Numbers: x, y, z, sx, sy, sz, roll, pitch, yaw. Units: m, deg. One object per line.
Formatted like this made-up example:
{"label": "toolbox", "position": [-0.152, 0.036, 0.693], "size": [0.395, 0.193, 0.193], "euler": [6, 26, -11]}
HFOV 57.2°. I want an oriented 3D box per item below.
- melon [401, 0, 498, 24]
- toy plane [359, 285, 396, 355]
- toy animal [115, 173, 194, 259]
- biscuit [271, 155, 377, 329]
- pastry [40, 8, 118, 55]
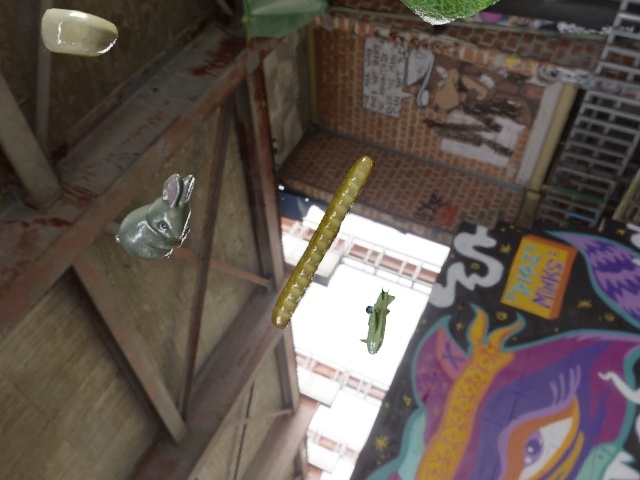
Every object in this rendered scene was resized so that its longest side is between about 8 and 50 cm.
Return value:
{"label": "melon", "position": [0.120, -0.450, 0.784], "size": [0.323, 0.196, 0.124], "euler": [43, -109, -26]}
{"label": "toy plane", "position": [0.092, 0.129, 0.946], "size": [0.102, 0.040, 0.111], "euler": [31, -104, -64]}
{"label": "toy animal", "position": [-0.309, -0.036, 1.138], "size": [0.236, 0.138, 0.108], "euler": [-33, 65, 55]}
{"label": "biscuit", "position": [0.000, 0.000, 0.814], "size": [0.255, 0.029, 0.172], "euler": [-61, 1, -3]}
{"label": "pastry", "position": [-0.522, -0.446, 1.269], "size": [0.156, 0.156, 0.092], "euler": [-31, -50, -63]}
